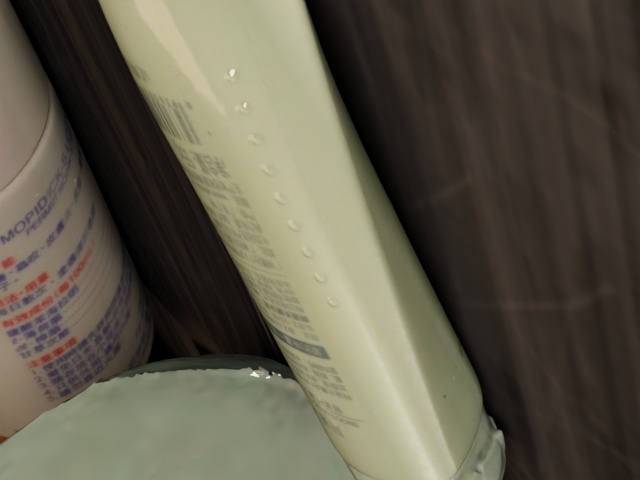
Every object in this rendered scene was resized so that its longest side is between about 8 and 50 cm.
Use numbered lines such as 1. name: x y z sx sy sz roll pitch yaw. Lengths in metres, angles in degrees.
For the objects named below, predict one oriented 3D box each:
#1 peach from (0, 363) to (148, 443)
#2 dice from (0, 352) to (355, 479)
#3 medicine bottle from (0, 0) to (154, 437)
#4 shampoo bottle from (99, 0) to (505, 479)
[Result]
1. peach: -0.163 0.173 1.090 0.235 0.214 0.214 62 165 -8
2. dice: -0.049 0.234 0.732 0.264 0.268 0.262 45 164 28
3. medicine bottle: -0.181 -0.028 0.805 0.130 0.130 0.341 45 164 28
4. shampoo bottle: 0.000 0.000 0.456 0.072 0.049 0.212 33 155 49
